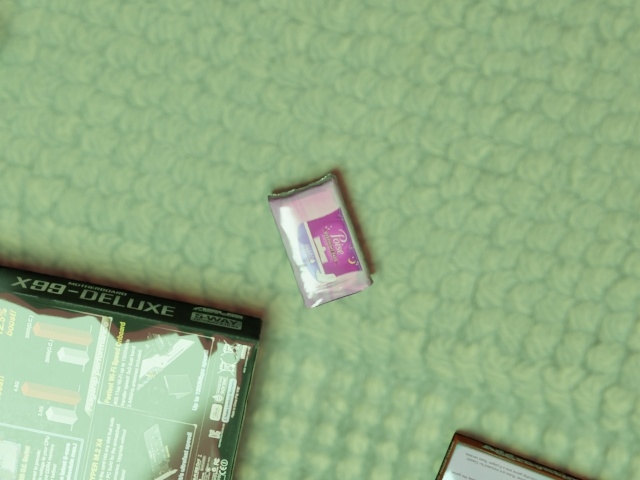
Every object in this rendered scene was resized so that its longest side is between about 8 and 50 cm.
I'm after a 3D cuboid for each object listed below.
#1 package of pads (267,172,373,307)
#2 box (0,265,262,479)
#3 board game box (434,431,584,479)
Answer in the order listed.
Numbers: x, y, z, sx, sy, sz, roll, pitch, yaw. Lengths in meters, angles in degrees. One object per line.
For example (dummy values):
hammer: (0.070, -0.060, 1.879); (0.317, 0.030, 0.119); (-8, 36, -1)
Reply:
package of pads: (0.000, 0.000, 1.112); (0.050, 0.032, 0.083); (-19, 99, 4)
box: (-0.187, 0.183, 1.116); (0.242, 0.076, 0.307); (11, 99, -2)
board game box: (0.200, 0.253, 1.159); (0.281, 0.027, 0.145); (21, 97, -4)
